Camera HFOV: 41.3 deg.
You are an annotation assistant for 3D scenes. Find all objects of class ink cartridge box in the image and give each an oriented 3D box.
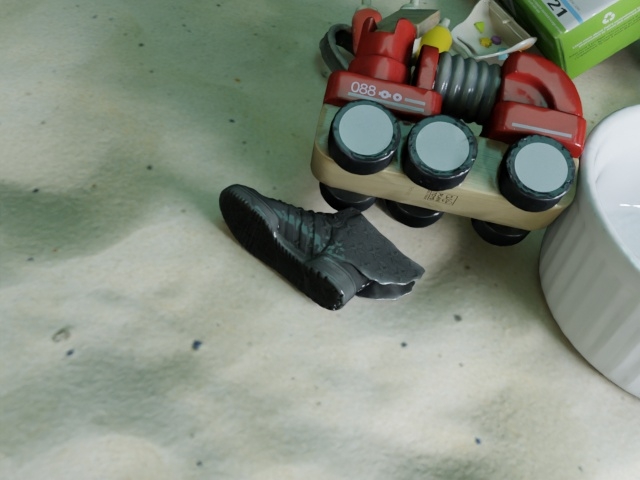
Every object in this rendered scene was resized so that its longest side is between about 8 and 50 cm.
[{"bbox_3d":[0.343,-0.338,0.994,0.255,0.097,0.189,-32,58,8],"label":"ink cartridge box"}]

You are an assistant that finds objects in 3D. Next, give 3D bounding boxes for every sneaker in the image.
[{"bbox_3d":[0.001,-0.002,0.721,0.170,0.051,0.089,41,51,12],"label":"sneaker"}]

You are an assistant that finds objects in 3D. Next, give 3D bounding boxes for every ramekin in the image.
[{"bbox_3d":[0.331,0.020,0.747,0.277,0.135,0.277,9,48,-10],"label":"ramekin"}]

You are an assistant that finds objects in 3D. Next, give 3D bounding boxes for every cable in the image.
[{"bbox_3d":[0.067,-0.147,0.848,0.139,0.072,0.287,12,48,-9],"label":"cable"}]

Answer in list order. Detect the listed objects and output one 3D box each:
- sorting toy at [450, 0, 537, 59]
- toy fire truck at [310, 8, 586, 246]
[{"bbox_3d":[0.193,-0.236,0.988,0.075,0.045,0.083,-24,61,-24],"label":"sorting toy"},{"bbox_3d":[0.116,-0.135,0.762,0.217,0.158,0.246,12,71,0],"label":"toy fire truck"}]
